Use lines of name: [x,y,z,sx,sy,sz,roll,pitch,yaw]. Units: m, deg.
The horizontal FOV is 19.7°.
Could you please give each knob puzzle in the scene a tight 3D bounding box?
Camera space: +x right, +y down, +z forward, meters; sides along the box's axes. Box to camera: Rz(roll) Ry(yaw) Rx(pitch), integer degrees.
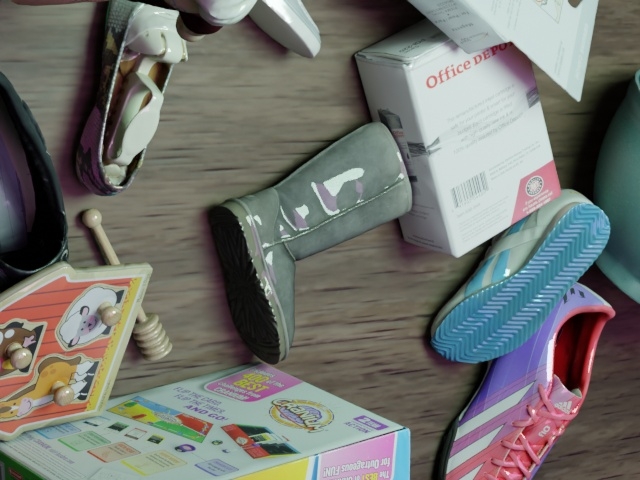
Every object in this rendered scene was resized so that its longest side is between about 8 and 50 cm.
knob puzzle: [-0.242,0.103,1.581,0.213,0.030,0.213,-26,141,-23]

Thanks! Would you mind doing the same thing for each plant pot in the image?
plant pot: [0.414,-0.025,2.010,0.293,0.293,0.196,13,119,-38]

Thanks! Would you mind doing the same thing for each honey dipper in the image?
honey dipper: [-0.183,0.040,1.708,0.030,0.030,0.160,-37,118,-25]

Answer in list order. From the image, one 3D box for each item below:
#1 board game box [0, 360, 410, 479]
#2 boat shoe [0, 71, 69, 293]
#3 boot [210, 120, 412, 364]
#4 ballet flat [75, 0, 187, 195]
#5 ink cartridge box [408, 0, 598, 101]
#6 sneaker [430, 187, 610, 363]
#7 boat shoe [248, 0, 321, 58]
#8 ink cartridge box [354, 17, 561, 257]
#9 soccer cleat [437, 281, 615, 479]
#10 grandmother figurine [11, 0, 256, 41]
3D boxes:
board game box: [-0.115,0.200,1.661,0.317,0.242,0.064,-12,109,-34]
boat shoe: [-0.270,-0.004,1.576,0.127,0.113,0.340,-18,111,-34]
boot: [0.002,0.001,1.820,0.208,0.076,0.189,-28,118,-37]
ballet flat: [-0.161,-0.144,1.648,0.077,0.079,0.221,14,91,-38]
ink cartridge box: [0.187,-0.303,1.826,0.239,0.060,0.275,37,55,-37]
sneaker: [0.206,0.039,1.965,0.229,0.092,0.087,-43,114,3]
boat shoe: [-0.052,-0.249,1.722,0.184,0.066,0.063,45,74,-25]
ink cartridge box: [0.142,-0.118,1.875,0.159,0.092,0.217,-29,118,-29]
soccer cleat: [0.220,0.193,1.990,0.109,0.116,0.318,23,86,-38]
grandmother figurine: [-0.155,-0.224,1.466,0.208,0.342,0.104,32,81,-37]
